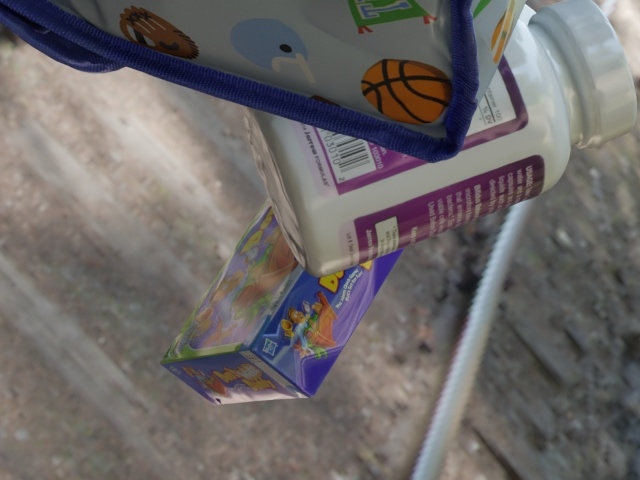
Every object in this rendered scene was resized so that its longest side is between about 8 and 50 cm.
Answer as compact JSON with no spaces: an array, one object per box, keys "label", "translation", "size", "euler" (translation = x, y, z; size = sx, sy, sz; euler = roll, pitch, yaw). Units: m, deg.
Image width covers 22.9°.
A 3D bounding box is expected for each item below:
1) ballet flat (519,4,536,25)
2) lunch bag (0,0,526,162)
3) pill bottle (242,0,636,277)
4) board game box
[{"label":"ballet flat","translation":[0.110,-0.257,1.733],"size":[0.400,0.139,0.139],"euler":[42,19,6]},{"label":"lunch bag","translation":[-0.042,-0.258,0.955],"size":[0.386,0.239,0.327],"euler":[17,51,10]},{"label":"pill bottle","translation":[0.101,-0.096,1.320],"size":[0.169,0.302,0.169],"euler":[160,-90,-82]},{"label":"board game box","translation":[0.000,0.000,1.592],"size":[0.078,0.347,0.233],"euler":[39,-23,-17]}]
